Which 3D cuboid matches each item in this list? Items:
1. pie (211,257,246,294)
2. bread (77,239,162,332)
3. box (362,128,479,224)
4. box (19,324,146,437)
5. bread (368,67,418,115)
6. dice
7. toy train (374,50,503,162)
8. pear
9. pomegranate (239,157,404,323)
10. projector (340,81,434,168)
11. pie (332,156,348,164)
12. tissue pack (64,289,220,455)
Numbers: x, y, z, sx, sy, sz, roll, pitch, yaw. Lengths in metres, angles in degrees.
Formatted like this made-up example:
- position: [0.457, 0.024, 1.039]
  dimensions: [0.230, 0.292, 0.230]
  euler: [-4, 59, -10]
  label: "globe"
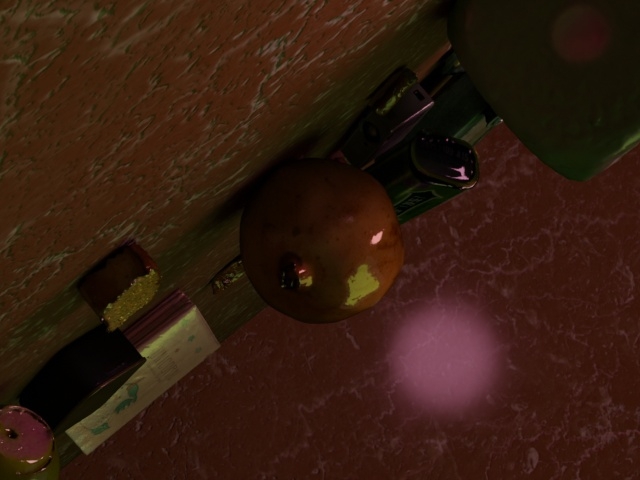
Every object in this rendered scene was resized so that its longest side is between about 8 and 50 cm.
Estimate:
- position: [-0.142, 0.039, 2.387]
  dimensions: [0.191, 0.033, 0.088]
  euler: [-33, 166, -8]
  label: "pie"
- position: [-0.261, 0.061, 1.572]
  dimensions: [0.103, 0.065, 0.187]
  euler: [-37, 176, -10]
  label: "bread"
- position: [0.124, -0.087, 2.039]
  dimensions: [0.134, 0.097, 0.345]
  euler: [7, 163, -25]
  label: "box"
- position: [-0.391, 0.229, 1.946]
  dimensions: [0.144, 0.090, 0.201]
  euler: [-34, 173, -48]
  label: "box"
- position: [0.111, -0.229, 1.835]
  dimensions: [0.083, 0.036, 0.047]
  euler: [-44, -179, 30]
  label: "bread"
- position: [0.392, -0.294, 1.677]
  dimensions: [0.322, 0.318, 0.330]
  euler: [-41, 174, 25]
  label: "dice"
- position: [0.259, -0.233, 2.145]
  dimensions: [0.397, 0.160, 0.253]
  euler: [-44, 173, 36]
  label: "toy train"
- position: [-0.489, 0.352, 1.774]
  dimensions: [0.220, 0.187, 0.187]
  euler: [-45, 173, 29]
  label: "pear"
- position: [0.000, 0.000, 1.822]
  dimensions: [0.264, 0.264, 0.264]
  euler: [-39, 175, -4]
  label: "pomegranate"
- position: [0.106, -0.191, 1.982]
  dimensions: [0.115, 0.061, 0.147]
  euler: [-38, 175, -30]
  label: "projector"
- position: [-0.013, -0.093, 2.116]
  dimensions: [0.154, 0.038, 0.153]
  euler: [-38, 177, -3]
  label: "pie"
- position: [-0.346, 0.242, 2.195]
  dimensions: [0.325, 0.071, 0.170]
  euler: [-39, 144, -10]
  label: "tissue pack"
